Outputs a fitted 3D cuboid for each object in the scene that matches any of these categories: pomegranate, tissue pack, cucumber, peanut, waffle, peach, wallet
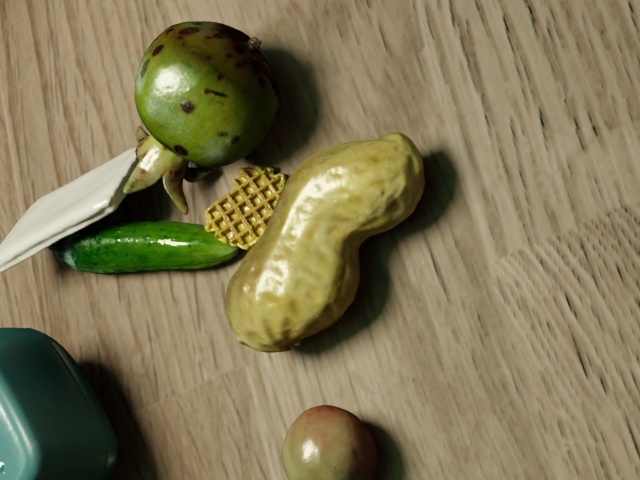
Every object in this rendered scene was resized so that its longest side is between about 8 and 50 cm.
[{"bbox_3d":[-0.108,-0.121,0.943,0.148,0.148,0.169,53,140,28],"label":"pomegranate"},{"bbox_3d":[-0.338,0.221,0.964,0.287,0.206,0.198,-40,74,10],"label":"tissue pack"},{"bbox_3d":[-0.190,0.007,1.006,0.250,0.056,0.056,-3,79,31],"label":"cucumber"},{"bbox_3d":[0.000,0.000,0.865,0.103,0.098,0.229,31,100,-9],"label":"peanut"},{"bbox_3d":[-0.065,-0.032,0.943,0.078,0.016,0.085,23,80,11],"label":"waffle"},{"bbox_3d":[0.008,0.176,0.834,0.083,0.083,0.083,-7,77,31],"label":"peach"},{"bbox_3d":[-0.252,-0.033,1.031,0.183,0.032,0.124,-24,25,26],"label":"wallet"}]
